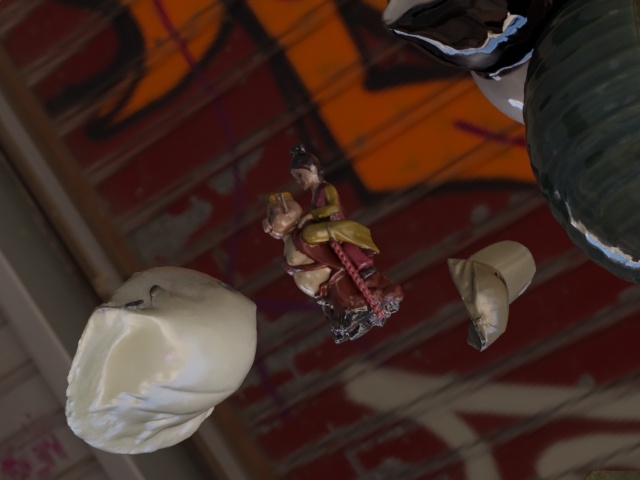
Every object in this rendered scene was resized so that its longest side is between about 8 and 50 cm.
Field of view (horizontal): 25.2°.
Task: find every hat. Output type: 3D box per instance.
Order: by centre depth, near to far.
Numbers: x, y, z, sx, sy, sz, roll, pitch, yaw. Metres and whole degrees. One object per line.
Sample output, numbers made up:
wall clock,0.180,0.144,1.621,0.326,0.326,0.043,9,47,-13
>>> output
hat,0.274,0.070,2.172,0.175,0.147,0.085,-34,-156,-28

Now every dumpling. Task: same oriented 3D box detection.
dumpling,-0.185,0.135,1.570,0.227,0.243,0.175,-65,-151,17

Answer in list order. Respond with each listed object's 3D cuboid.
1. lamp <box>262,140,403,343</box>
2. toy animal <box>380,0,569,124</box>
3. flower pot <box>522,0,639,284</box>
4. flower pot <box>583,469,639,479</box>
lamp,0.000,0.000,1.731,0.118,0.253,0.118,-31,169,-6
toy animal,0.183,-0.197,1.248,0.165,0.235,0.187,-55,-149,8
flower pot,0.242,-0.078,1.030,0.189,0.243,0.157,3,151,-21
flower pot,0.357,0.303,1.379,0.203,0.212,0.212,0,-159,33
